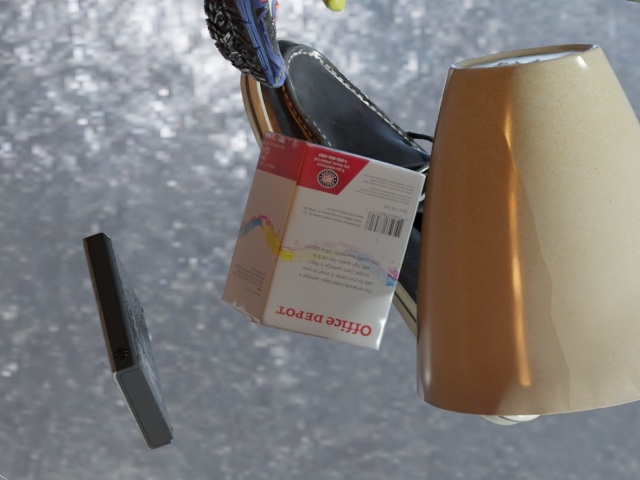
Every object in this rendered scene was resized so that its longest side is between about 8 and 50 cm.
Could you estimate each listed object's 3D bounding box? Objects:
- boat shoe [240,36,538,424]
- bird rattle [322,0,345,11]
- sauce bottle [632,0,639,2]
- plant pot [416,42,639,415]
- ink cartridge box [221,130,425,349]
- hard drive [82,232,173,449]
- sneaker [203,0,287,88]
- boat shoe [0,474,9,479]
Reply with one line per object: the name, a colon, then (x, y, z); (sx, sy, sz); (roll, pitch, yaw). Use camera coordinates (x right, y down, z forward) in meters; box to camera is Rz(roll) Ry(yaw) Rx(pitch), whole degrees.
boat shoe: (0.107, -0.035, 2.015); (0.500, 0.156, 0.187); (52, 37, 8)
bird rattle: (-0.003, -0.240, 0.891); (0.143, 0.207, 0.253); (27, 52, -4)
sauce bottle: (0.256, -0.298, 1.312); (0.111, 0.111, 0.344); (59, 38, -29)
plant pot: (0.189, -0.021, 1.586); (0.256, 0.256, 0.274); (-18, 103, -44)
ink cartridge box: (0.000, 0.000, 1.795); (0.128, 0.127, 0.176); (14, 93, -22)
hard drive: (-0.139, 0.071, 1.367); (0.094, 0.022, 0.135); (71, 0, -47)
sneaker: (-0.064, -0.245, 1.781); (0.087, 0.083, 0.221); (-27, 122, -22)
boat shoe: (-0.275, 0.195, 1.303); (0.123, 0.342, 0.123); (15, 116, -48)
